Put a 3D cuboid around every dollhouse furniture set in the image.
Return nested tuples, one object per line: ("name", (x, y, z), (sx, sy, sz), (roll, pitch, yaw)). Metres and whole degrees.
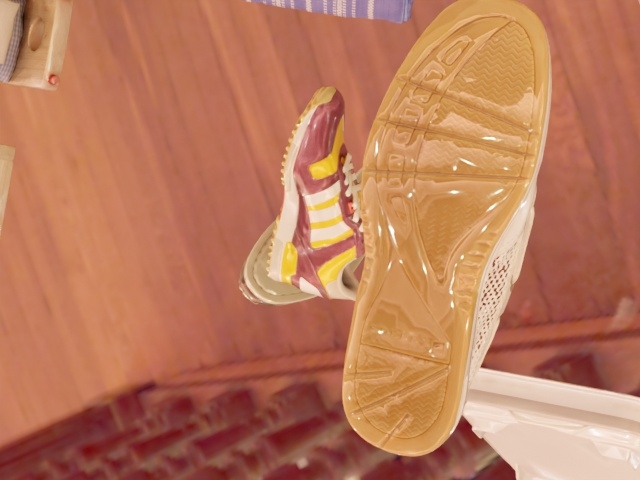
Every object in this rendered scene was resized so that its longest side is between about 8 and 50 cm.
("dollhouse furniture set", (-0.243, -0.076, 0.816), (0.129, 0.129, 0.183), (13, 94, 54))

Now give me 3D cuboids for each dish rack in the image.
("dish rack", (0.320, 0.259, 1.700), (0.286, 0.072, 0.333), (9, 158, 29))

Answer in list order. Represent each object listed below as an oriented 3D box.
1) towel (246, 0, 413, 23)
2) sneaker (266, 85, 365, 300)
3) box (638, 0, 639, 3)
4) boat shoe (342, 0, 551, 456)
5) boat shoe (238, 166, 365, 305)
("towel", (-0.056, -0.327, 1.493), (0.243, 0.336, 0.040), (88, -168, -70))
("sneaker", (0.014, -0.035, 1.068), (0.084, 0.069, 0.185), (19, 130, 10))
("box", (0.313, -0.251, 1.173), (0.102, 0.101, 0.087), (-96, -19, -49))
("boat shoe", (0.078, -0.012, 0.825), (0.098, 0.096, 0.277), (19, 106, 18))
("boat shoe", (0.000, 0.000, 1.263), (0.081, 0.228, 0.069), (56, 140, -3))
